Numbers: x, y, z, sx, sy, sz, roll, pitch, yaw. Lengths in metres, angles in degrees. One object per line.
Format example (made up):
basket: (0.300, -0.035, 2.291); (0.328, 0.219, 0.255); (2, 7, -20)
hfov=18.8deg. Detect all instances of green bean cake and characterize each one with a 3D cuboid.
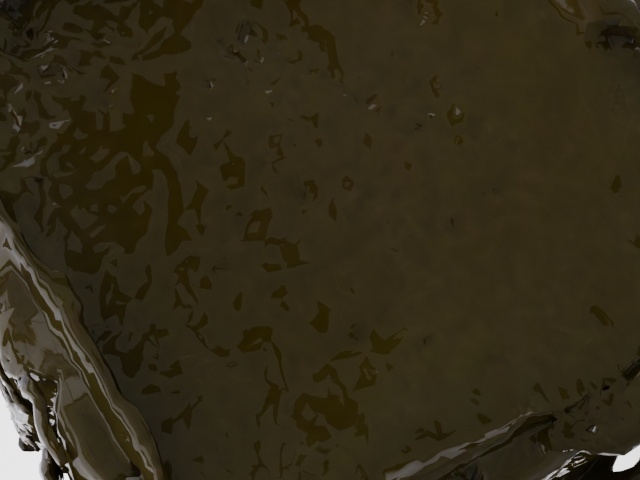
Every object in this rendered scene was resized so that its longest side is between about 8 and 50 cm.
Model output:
green bean cake: (0.000, 0.000, 0.596); (0.229, 0.131, 0.224); (-28, -107, -14)
